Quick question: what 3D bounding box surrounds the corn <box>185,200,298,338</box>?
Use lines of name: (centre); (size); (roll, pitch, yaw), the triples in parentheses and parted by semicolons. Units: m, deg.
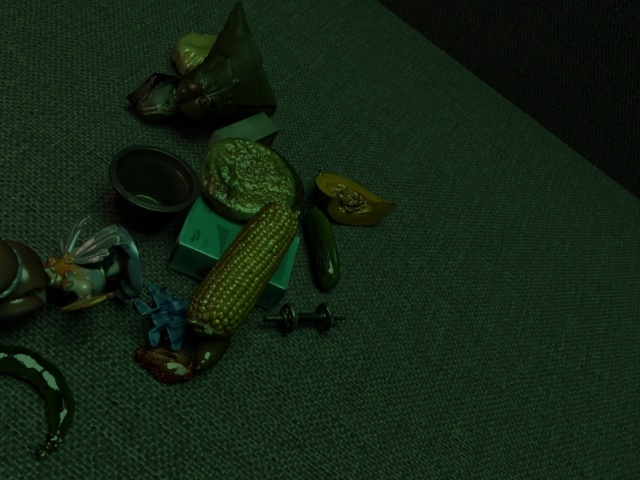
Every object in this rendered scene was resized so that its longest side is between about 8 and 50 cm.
corn: (-0.183, 0.073, 1.587); (0.144, 0.144, 0.387); (36, 62, -1)

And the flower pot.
flower pot: (-0.448, -0.117, 1.717); (0.235, 0.148, 0.235); (17, 43, -17)

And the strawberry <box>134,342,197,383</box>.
strawberry: (-0.355, 0.277, 1.517); (0.152, 0.048, 0.104); (21, 42, -21)

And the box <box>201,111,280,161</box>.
box: (-0.243, -0.295, 2.014); (0.086, 0.129, 0.225); (45, 44, 9)

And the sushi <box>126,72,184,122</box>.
sushi: (-0.449, -0.433, 2.028); (0.273, 0.134, 0.109); (-20, 82, -60)

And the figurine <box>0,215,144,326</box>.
figurine: (-0.597, 0.058, 1.409); (0.388, 0.248, 0.277); (-14, 23, -36)

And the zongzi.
zongzi: (-0.315, -0.554, 2.007); (0.356, 0.174, 0.392); (-20, 99, -55)

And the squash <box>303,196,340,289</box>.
squash: (0.001, 0.001, 1.955); (0.087, 0.087, 0.331); (8, 48, -27)

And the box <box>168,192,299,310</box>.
box: (-0.229, 0.030, 1.755); (0.311, 0.118, 0.205); (25, 42, -13)

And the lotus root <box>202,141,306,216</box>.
lotus root: (-0.159, -0.144, 1.933); (0.260, 0.149, 0.267); (44, 47, 8)

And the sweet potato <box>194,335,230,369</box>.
sweet potato: (-0.254, 0.235, 1.604); (0.075, 0.074, 0.269); (27, 35, -10)

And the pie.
pie: (-0.199, -0.166, 1.797); (0.277, 0.078, 0.277); (14, 55, -21)

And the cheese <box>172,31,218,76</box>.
cheese: (-0.391, -0.616, 2.212); (0.214, 0.117, 0.226); (14, 43, -18)

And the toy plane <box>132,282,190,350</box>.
toy plane: (-0.344, 0.174, 1.573); (0.169, 0.078, 0.246); (66, 20, 5)

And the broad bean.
broad bean: (-0.606, 0.296, 1.337); (0.292, 0.049, 0.144); (44, 45, 7)

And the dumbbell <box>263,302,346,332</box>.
dumbbell: (-0.038, 0.207, 1.754); (0.254, 0.081, 0.081); (3, 53, -33)

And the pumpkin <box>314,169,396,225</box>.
pumpkin: (0.085, -0.138, 2.126); (0.279, 0.111, 0.163); (4, 39, -30)
